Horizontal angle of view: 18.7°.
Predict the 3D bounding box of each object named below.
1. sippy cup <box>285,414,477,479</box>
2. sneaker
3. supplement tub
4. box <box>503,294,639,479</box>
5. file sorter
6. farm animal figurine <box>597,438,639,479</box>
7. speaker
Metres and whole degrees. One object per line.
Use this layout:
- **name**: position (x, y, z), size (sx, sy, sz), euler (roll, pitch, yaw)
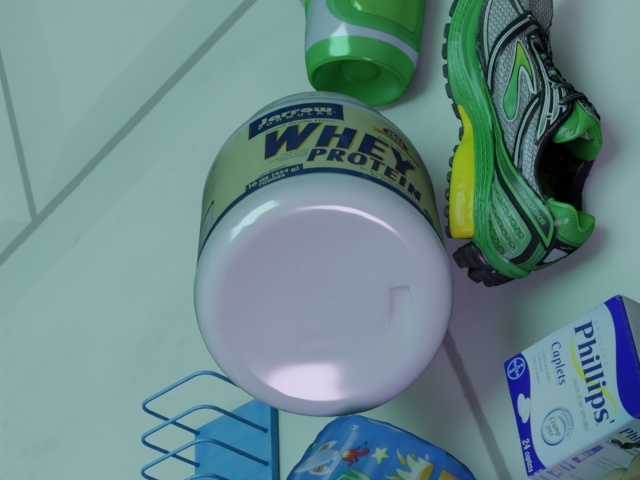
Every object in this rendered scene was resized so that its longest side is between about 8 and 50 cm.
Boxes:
- **sippy cup**: position (0.035, 0.287, 1.734), size (0.305, 0.240, 0.224), euler (11, 65, 42)
- **sneaker**: position (0.211, -0.128, 1.873), size (0.146, 0.134, 0.343), euler (-15, 65, 35)
- **supplement tub**: position (0.000, 0.000, 1.862), size (0.235, 0.235, 0.325), euler (-48, 16, 16)
- **box**: position (0.241, 0.136, 1.697), size (0.137, 0.072, 0.126), euler (-35, 46, 30)
- **file sorter**: position (-0.121, 0.239, 2.021), size (0.118, 0.104, 0.170), euler (-30, 48, 35)
- **farm animal figurine**: position (0.255, 0.286, 1.489), size (0.330, 0.172, 0.327), euler (35, 127, 43)
- **speaker**: position (0.057, -0.300, 2.135), size (0.131, 0.131, 0.296), euler (-17, 55, 42)
